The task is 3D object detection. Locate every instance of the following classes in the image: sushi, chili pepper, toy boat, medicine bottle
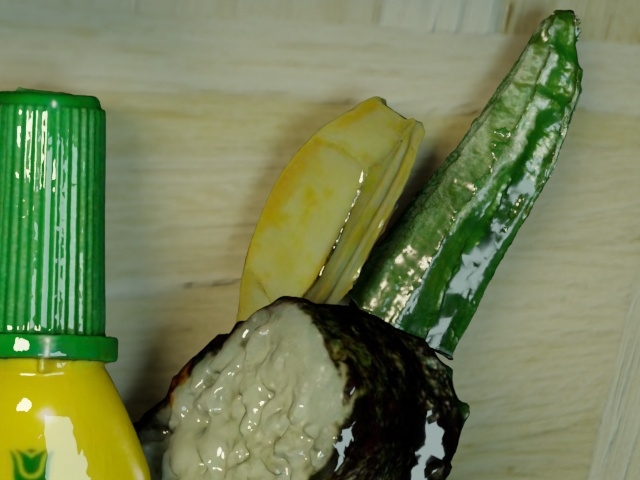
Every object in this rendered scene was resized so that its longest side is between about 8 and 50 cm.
[{"bbox_3d":[-0.027,0.132,0.711,0.225,0.124,0.127,-45,140,21],"label":"sushi"},{"bbox_3d":[0.097,-0.042,0.806,0.088,0.059,0.227,30,87,-37],"label":"chili pepper"},{"bbox_3d":[0.000,0.000,0.747,0.172,0.065,0.066,-60,155,6],"label":"toy boat"},{"bbox_3d":[-0.133,0.083,0.636,0.111,0.076,0.309,2,96,-13],"label":"medicine bottle"}]
